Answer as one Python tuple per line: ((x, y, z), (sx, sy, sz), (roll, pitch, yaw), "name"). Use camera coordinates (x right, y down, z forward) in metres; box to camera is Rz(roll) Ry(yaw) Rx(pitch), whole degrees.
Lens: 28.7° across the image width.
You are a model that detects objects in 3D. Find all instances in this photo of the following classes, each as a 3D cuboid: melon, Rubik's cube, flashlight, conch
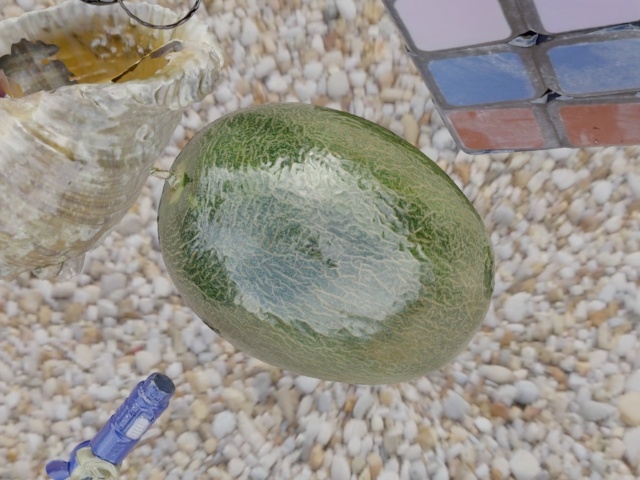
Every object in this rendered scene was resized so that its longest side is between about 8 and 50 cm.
((0.000, 0.000, 0.544), (0.167, 0.114, 0.114), (23, 87, -23), "melon")
((0.260, -0.308, 1.179), (0.362, 0.359, 0.363), (-1, 65, 20), "Rubik's cube")
((-0.143, 0.141, 0.884), (0.057, 0.035, 0.121), (29, 118, -26), "flashlight")
((-0.260, -0.103, 1.253), (0.352, 0.210, 0.297), (-13, 49, -8), "conch")

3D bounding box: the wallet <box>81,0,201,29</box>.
((-0.128, -0.194, 0.460), (0.335, 0.275, 0.068), (25, 75, -30), "wallet")
